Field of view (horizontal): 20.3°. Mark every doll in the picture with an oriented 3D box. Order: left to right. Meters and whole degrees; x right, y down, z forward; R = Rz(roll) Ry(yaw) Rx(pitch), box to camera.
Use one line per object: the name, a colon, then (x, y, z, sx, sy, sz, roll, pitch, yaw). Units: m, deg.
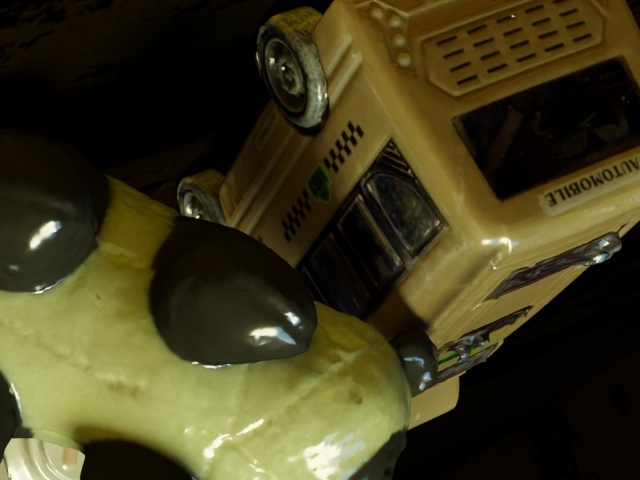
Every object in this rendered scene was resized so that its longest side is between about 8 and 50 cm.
doll: (-0.069, 0.045, 0.728, 0.135, 0.234, 0.143, -47, 162, -74)

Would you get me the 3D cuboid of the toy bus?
toy bus: (0.043, -0.016, 0.828, 0.139, 0.157, 0.289, -21, 165, -26)

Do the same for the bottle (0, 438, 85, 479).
bottle: (-0.204, 0.114, 0.890, 0.236, 0.147, 0.147, -27, 169, -39)
